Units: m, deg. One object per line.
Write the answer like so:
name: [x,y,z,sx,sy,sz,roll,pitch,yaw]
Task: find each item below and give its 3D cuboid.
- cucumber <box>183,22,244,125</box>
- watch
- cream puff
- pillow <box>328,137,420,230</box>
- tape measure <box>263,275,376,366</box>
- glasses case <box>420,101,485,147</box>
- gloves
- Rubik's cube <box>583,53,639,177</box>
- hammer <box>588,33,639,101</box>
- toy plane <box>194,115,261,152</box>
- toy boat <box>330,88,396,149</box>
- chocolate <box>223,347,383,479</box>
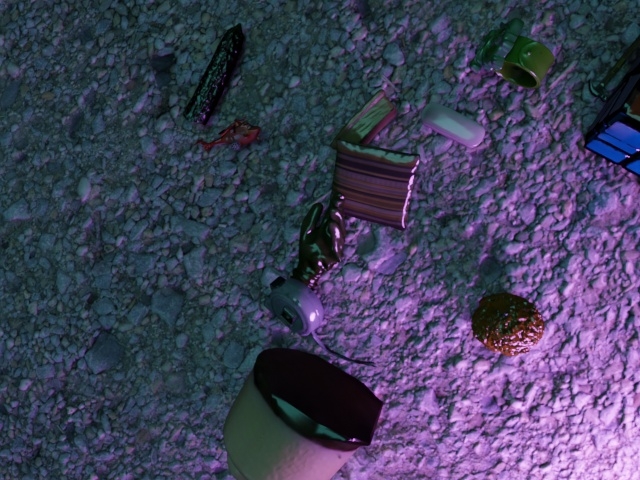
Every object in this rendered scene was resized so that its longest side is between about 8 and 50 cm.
cucumber: [-0.279,-0.451,1.465,0.072,0.072,0.300,28,94,12]
watch: [0.462,-0.433,1.283,0.152,0.165,0.131,27,93,-13]
cream puff: [0.436,0.197,1.266,0.165,0.115,0.150,-15,82,10]
pillow: [0.128,-0.137,1.339,0.208,0.052,0.212,16,126,14]
tape measure: [-0.002,0.221,1.346,0.330,0.164,0.084,38,61,13]
glasses case: [0.327,-0.286,1.343,0.164,0.041,0.063,29,93,12]
gloves: [0.004,0.002,1.373,0.135,0.107,0.268,31,112,19]
Rubik's cube: [0.770,-0.275,1.125,0.283,0.288,0.293,36,94,10]
hammer: [0.703,-0.416,1.280,0.062,0.017,0.182,38,95,11]
toy plane: [-0.247,-0.270,1.441,0.194,0.126,0.077,-22,111,9]
toy boat: [0.109,-0.283,1.354,0.188,0.116,0.061,-45,86,8]
chocolate: [-0.058,0.449,1.280,0.326,0.314,0.297,25,102,8]
